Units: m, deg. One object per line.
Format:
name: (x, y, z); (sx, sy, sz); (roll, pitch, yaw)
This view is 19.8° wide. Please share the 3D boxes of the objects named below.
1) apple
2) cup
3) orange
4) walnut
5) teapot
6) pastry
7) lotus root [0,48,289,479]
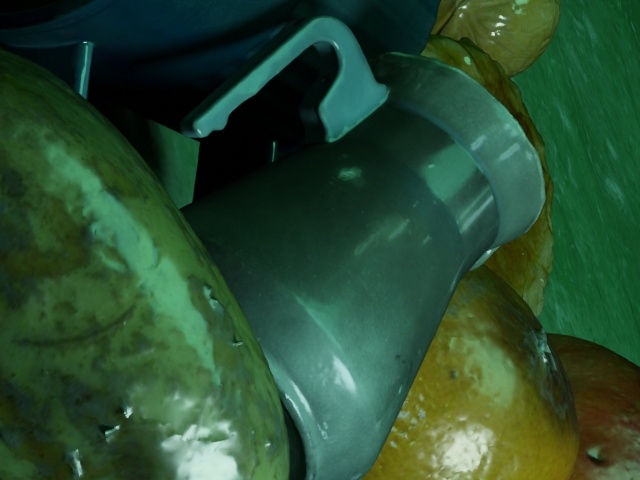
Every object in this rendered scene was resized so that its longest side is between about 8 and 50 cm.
apple: (0.212, 0.187, 1.398); (0.251, 0.163, 0.293); (52, 21, -31)
cup: (-0.071, -0.164, 1.034); (0.292, 0.242, 0.308); (26, 38, -62)
orange: (0.068, 0.096, 1.142); (0.224, 0.170, 0.224); (51, 24, -33)
walnut: (0.157, -0.236, 1.818); (0.165, 0.165, 0.197); (64, 27, 3)
teapot: (0.000, 0.000, 0.969); (0.225, 0.171, 0.203); (-46, 119, -33)
pastry: (0.079, -0.033, 1.362); (0.236, 0.121, 0.257); (-29, 107, -53)
lotus root: (-0.123, 0.024, 0.781); (0.309, 0.173, 0.173); (57, 20, -14)
